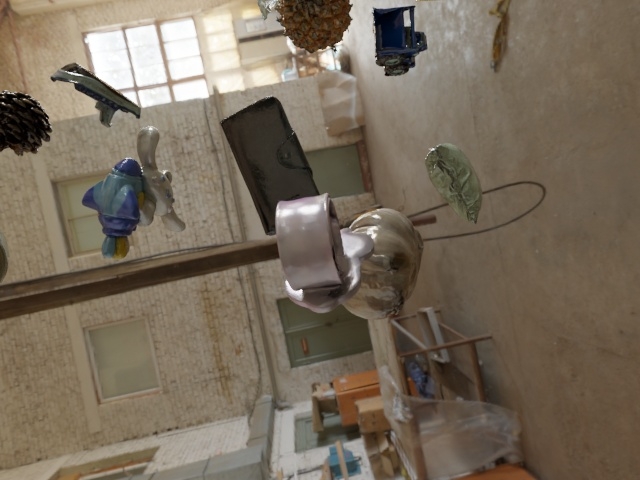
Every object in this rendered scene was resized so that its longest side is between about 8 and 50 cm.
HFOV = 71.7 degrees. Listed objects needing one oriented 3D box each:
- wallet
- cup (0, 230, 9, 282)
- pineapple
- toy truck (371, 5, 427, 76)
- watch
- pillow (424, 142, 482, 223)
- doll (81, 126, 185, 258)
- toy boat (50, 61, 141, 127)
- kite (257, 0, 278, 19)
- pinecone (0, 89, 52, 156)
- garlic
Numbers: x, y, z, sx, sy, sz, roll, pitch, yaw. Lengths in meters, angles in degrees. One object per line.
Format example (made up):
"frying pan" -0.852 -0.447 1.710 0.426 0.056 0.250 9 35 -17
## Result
"wallet" -0.119 -0.185 1.086 0.318 0.172 0.045 68 -168 6
"cup" -0.652 0.009 0.719 0.258 0.234 0.186 38 -112 -39
"pineapple" -0.020 -0.500 0.938 0.176 0.161 0.137 40 -170 7
"toy truck" 0.199 -0.506 1.126 0.208 0.126 0.113 -8 -86 -65
"watch" 0.000 0.000 0.914 0.248 0.211 0.217 -87 -14 -51
"pillow" 0.469 -0.203 1.531 0.283 0.138 0.310 62 -157 -2
"doll" -0.588 -0.131 1.428 0.376 0.187 0.365 65 -147 -22
"toy boat" -0.699 -0.443 1.383 0.262 0.115 0.114 35 -175 -25
"kite" -0.072 -0.672 1.090 0.314 0.335 0.011 18 167 41
"pinecone" -0.909 -0.339 1.324 0.179 0.184 0.204 -42 52 43
"garlic" 0.164 0.060 1.206 0.322 0.241 0.322 -59 -7 -12
